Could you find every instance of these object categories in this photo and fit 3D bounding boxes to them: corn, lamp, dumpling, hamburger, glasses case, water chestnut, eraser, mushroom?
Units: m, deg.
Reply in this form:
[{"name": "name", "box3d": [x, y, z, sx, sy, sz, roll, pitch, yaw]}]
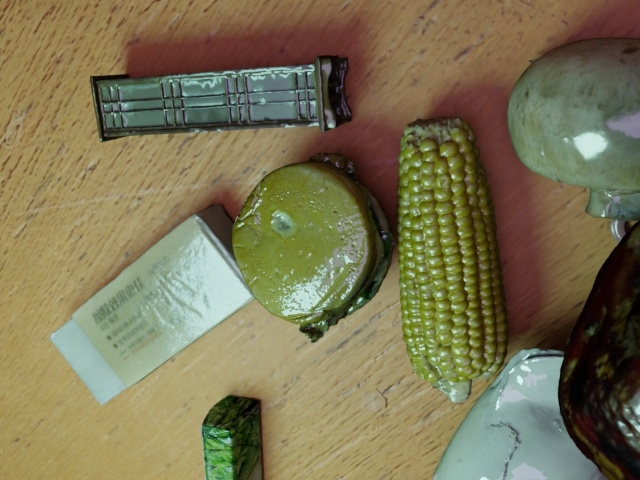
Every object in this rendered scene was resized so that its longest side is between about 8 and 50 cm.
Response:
[{"name": "corn", "box3d": [0.155, 0.027, 0.841, 0.130, 0.130, 0.347, -2, 102, 18]}, {"name": "lamp", "box3d": [-0.128, -0.180, 0.891, 0.325, 0.089, 0.090, 1, 105, 17]}, {"name": "dumpling", "box3d": [0.280, 0.305, 0.864, 0.260, 0.181, 0.341, 21, 90, -1]}, {"name": "hamburger", "box3d": [0.000, 0.000, 0.873, 0.189, 0.122, 0.215, 38, 110, 25]}, {"name": "glasses case", "box3d": [-0.132, 0.378, 1.053, 0.062, 0.095, 0.273, 5, 107, 21]}, {"name": "water chestnut", "box3d": [0.403, 0.132, 0.677, 0.335, 0.347, 0.335, -8, 60, 14]}, {"name": "eraser", "box3d": [-0.236, 0.099, 1.013, 0.343, 0.078, 0.144, -35, 93, 24]}, {"name": "mushroom", "box3d": [0.318, -0.108, 0.717, 0.253, 0.189, 0.195, 5, 104, 18]}]

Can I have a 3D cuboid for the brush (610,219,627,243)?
[{"name": "brush", "box3d": [0.445, 0.021, 0.792, 0.233, 0.047, 0.103, 27, 115, 13]}]
